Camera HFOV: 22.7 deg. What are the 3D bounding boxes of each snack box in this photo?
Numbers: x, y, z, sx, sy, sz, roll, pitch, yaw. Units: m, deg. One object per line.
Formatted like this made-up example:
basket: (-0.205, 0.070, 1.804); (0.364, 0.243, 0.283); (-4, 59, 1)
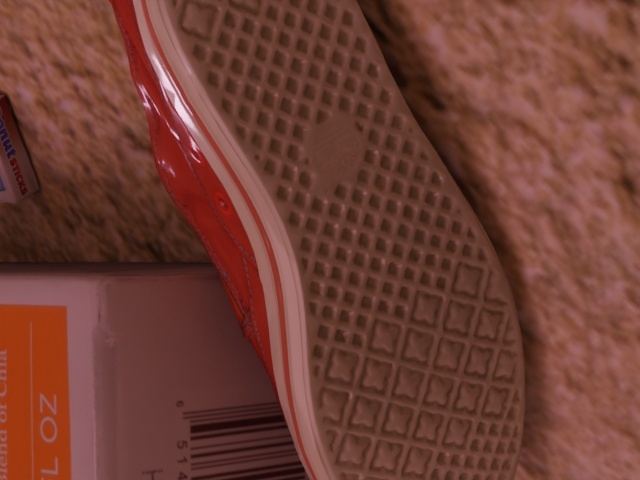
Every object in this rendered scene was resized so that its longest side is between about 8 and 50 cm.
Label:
snack box: (-0.245, -0.064, 0.970); (0.178, 0.022, 0.064); (10, 126, 40)

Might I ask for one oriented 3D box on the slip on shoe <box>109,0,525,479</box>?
slip on shoe: (0.000, 0.000, 0.721); (0.101, 0.123, 0.331); (11, 129, 63)

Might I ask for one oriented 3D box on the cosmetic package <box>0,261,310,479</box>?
cosmetic package: (-0.201, 0.125, 0.906); (0.453, 0.162, 0.230); (-2, 90, 45)
